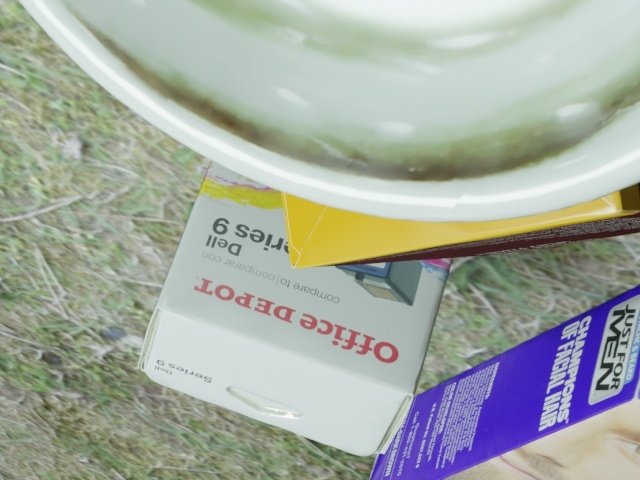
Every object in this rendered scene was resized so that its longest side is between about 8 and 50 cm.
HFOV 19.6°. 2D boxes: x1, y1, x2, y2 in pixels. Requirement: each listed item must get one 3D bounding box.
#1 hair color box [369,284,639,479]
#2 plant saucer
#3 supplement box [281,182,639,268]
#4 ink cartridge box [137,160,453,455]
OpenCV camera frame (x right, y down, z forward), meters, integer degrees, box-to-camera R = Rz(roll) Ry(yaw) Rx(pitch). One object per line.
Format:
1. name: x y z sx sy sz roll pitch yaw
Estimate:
1. hair color box: 0.200 0.160 1.350 0.185 0.110 0.339 31 145 -18
2. plant saucer: 0.021 -0.198 0.712 0.400 0.100 0.400 15 129 19
3. supplement box: 0.109 -0.064 0.935 0.191 0.129 0.194 -10 175 39
4. ink cartridge box: 0.000 0.000 1.097 0.154 0.212 0.093 20 149 -1
